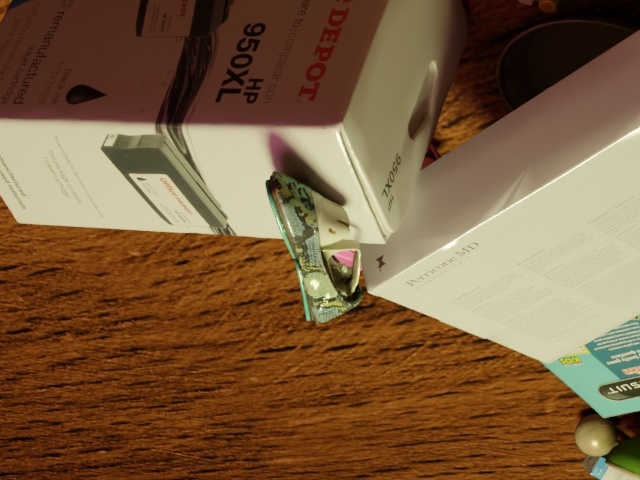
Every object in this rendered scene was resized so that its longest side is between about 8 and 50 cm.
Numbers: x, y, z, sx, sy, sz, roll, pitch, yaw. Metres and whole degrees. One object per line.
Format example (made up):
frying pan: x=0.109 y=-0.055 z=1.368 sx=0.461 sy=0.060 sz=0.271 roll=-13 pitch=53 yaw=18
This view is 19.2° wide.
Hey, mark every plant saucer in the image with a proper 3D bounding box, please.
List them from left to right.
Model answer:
plant saucer: x=0.268 y=-0.152 z=1.798 sx=0.199 sy=0.036 sz=0.198 roll=15 pitch=148 yaw=10

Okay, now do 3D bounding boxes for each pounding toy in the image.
pounding toy: x=0.432 y=0.245 z=2.264 sx=0.183 sy=0.110 sz=0.237 roll=22 pitch=179 yaw=-23

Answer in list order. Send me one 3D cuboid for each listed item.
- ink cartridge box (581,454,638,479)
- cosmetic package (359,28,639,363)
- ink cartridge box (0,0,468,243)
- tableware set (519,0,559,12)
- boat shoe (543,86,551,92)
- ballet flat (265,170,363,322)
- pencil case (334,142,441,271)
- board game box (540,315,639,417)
ink cartridge box: x=0.377 y=0.296 z=2.392 sx=0.083 sy=0.028 sz=0.048 roll=27 pitch=-173 yaw=-10
cosmetic package: x=0.262 y=-0.035 z=1.733 sx=0.377 sy=0.097 sz=0.284 roll=-32 pitch=146 yaw=30
ink cartridge box: x=-0.095 y=-0.162 z=1.755 sx=0.395 sy=0.285 sz=0.166 roll=3 pitch=144 yaw=24
tableware set: x=0.217 y=-0.259 z=1.684 sx=0.104 sy=0.024 sz=0.154 roll=19 pitch=147 yaw=-3
boat shoe: x=0.267 y=-0.113 z=1.786 sx=0.125 sy=0.038 sz=0.046 roll=16 pitch=148 yaw=7
ballet flat: x=0.000 y=0.000 z=1.633 sx=0.070 sy=0.070 sz=0.188 roll=9 pitch=148 yaw=18
pencil case: x=0.053 y=-0.042 z=2.036 sx=0.098 sy=0.095 sz=0.209 roll=-7 pitch=154 yaw=-24
board game box: x=0.310 y=0.054 z=2.042 sx=0.254 sy=0.079 sz=0.336 roll=-18 pitch=132 yaw=45
